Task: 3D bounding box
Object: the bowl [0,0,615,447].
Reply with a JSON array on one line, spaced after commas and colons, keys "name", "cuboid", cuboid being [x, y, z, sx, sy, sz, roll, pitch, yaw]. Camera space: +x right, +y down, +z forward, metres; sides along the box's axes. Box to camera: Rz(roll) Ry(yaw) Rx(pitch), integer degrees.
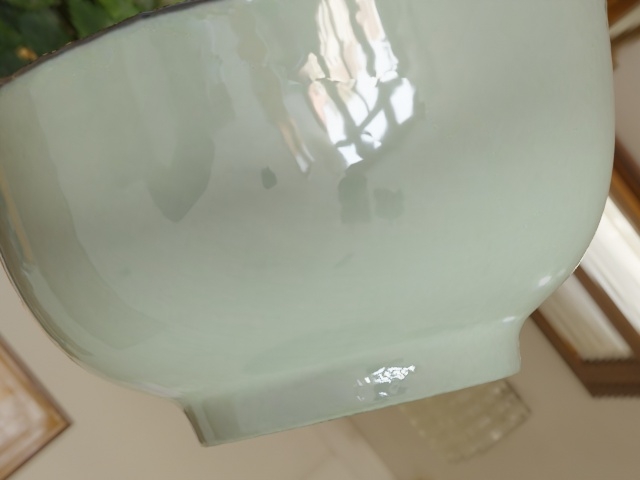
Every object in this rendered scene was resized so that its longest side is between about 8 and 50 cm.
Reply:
[{"name": "bowl", "cuboid": [0.000, 0.000, 0.752, 0.354, 0.185, 0.354, -13, 173, -2]}]
